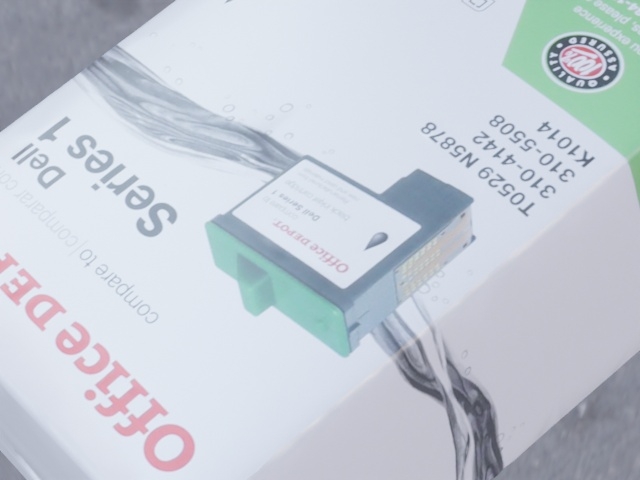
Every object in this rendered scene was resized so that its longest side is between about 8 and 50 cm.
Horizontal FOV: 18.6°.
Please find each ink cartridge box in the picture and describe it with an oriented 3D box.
[{"bbox_3d":[0.000,0.000,0.591,0.219,0.092,0.160,-39,53,-16],"label":"ink cartridge box"}]
